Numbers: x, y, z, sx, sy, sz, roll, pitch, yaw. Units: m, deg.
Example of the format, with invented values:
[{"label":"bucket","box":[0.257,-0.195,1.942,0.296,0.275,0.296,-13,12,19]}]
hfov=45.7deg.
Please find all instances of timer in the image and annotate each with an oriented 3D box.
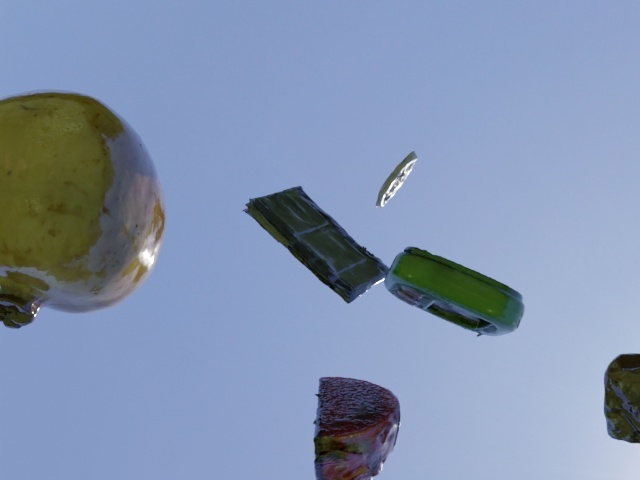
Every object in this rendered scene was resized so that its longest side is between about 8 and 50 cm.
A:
[{"label":"timer","box":[0.126,0.050,0.725,0.128,0.140,0.047,23,-99,5]}]

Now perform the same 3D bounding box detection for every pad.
[{"label":"pad","box":[0.000,0.001,1.235,0.233,0.174,0.022,42,-61,13]}]

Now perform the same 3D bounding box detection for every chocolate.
[{"label":"chocolate","box":[0.554,0.264,1.175,0.214,0.093,0.148,5,-65,41]}]

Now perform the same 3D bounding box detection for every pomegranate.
[{"label":"pomegranate","box":[-0.331,-0.051,0.969,0.307,0.307,0.307,-14,-117,30]}]

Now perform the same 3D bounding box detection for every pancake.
[{"label":"pancake","box":[0.155,-0.126,1.555,0.022,0.139,0.139,37,-86,8]}]

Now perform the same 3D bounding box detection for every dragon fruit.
[{"label":"dragon fruit","box":[0.051,0.318,1.225,0.189,0.261,0.163,-29,-83,9]}]
